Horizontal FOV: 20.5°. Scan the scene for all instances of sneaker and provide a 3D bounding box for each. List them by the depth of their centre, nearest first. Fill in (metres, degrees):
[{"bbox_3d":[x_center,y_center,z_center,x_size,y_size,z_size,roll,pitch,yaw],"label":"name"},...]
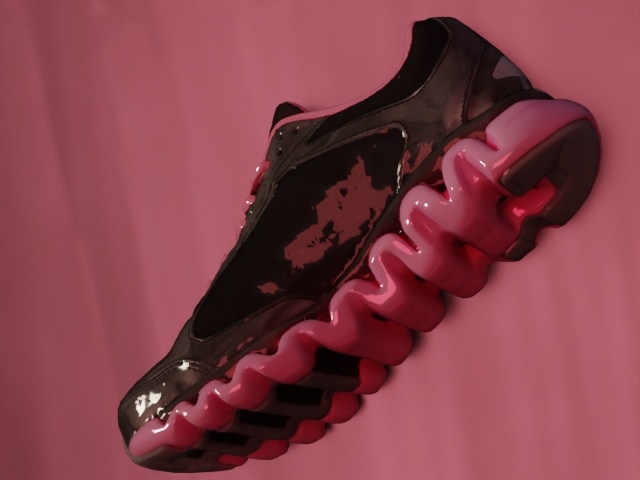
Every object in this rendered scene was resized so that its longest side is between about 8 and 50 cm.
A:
[{"bbox_3d":[0.000,0.000,0.372,0.119,0.047,0.057,-41,64,7],"label":"sneaker"}]
